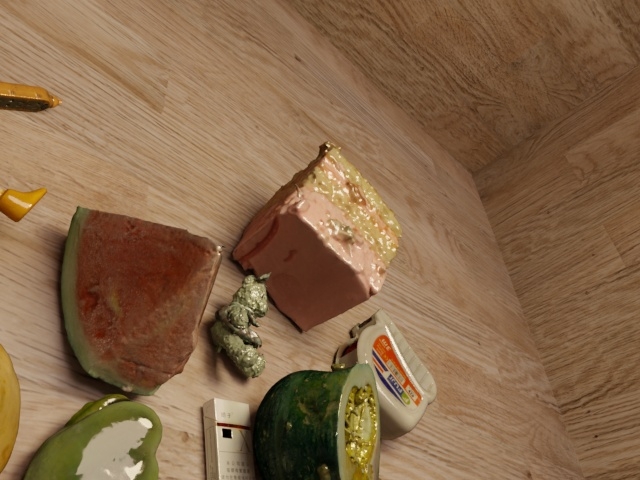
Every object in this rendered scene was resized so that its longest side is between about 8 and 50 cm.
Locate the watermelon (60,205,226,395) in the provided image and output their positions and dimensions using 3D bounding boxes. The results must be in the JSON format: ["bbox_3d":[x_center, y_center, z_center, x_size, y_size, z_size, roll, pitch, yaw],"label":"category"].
[{"bbox_3d":[-0.292,0.070,0.870,0.250,0.293,0.283,12,45,-12],"label":"watermelon"}]

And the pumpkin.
[{"bbox_3d":[-0.010,0.364,1.013,0.293,0.196,0.264,25,58,-67],"label":"pumpkin"}]

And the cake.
[{"bbox_3d":[0.000,0.000,1.310,0.314,0.293,0.307,43,37,-13],"label":"cake"}]

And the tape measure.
[{"bbox_3d":[0.152,0.330,1.360,0.258,0.130,0.265,54,35,4],"label":"tape measure"}]

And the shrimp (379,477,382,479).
[{"bbox_3d":[0.122,0.561,1.154,0.236,0.053,0.133,35,33,-26],"label":"shrimp"}]

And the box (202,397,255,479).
[{"bbox_3d":[-0.158,0.358,0.960,0.084,0.040,0.155,25,42,-41],"label":"box"}]

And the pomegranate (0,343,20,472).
[{"bbox_3d":[-0.428,0.192,0.562,0.233,0.233,0.233,36,35,-30],"label":"pomegranate"}]

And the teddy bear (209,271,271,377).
[{"bbox_3d":[-0.159,0.162,1.097,0.133,0.111,0.213,87,5,-56],"label":"teddy bear"}]

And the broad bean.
[{"bbox_3d":[-0.300,0.311,0.739,0.169,0.100,0.228,22,39,-23],"label":"broad bean"}]

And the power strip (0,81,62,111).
[{"bbox_3d":[-0.549,-0.258,0.999,0.178,0.049,0.028,-13,76,-59],"label":"power strip"}]

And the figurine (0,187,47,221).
[{"bbox_3d":[-0.558,-0.128,0.742,0.344,0.187,0.215,47,42,-27],"label":"figurine"}]
